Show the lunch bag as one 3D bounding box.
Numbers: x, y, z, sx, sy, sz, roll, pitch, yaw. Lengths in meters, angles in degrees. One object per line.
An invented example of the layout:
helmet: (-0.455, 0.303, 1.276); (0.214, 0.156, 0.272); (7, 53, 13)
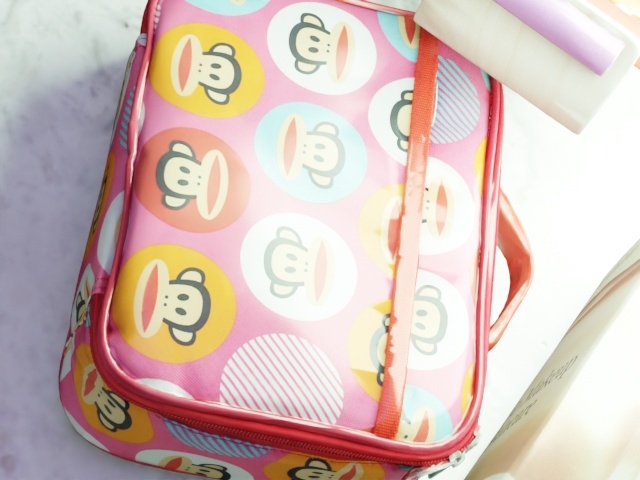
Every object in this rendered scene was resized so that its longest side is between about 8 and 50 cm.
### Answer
lunch bag: (0.000, 0.000, 0.989); (0.258, 0.120, 0.293); (14, 61, -13)

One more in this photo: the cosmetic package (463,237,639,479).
cosmetic package: (0.160, 0.132, 0.946); (0.129, 0.153, 0.296); (38, 61, 3)

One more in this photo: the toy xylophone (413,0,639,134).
toy xylophone: (0.128, -0.175, 1.056); (0.236, 0.081, 0.323); (31, 29, -4)
